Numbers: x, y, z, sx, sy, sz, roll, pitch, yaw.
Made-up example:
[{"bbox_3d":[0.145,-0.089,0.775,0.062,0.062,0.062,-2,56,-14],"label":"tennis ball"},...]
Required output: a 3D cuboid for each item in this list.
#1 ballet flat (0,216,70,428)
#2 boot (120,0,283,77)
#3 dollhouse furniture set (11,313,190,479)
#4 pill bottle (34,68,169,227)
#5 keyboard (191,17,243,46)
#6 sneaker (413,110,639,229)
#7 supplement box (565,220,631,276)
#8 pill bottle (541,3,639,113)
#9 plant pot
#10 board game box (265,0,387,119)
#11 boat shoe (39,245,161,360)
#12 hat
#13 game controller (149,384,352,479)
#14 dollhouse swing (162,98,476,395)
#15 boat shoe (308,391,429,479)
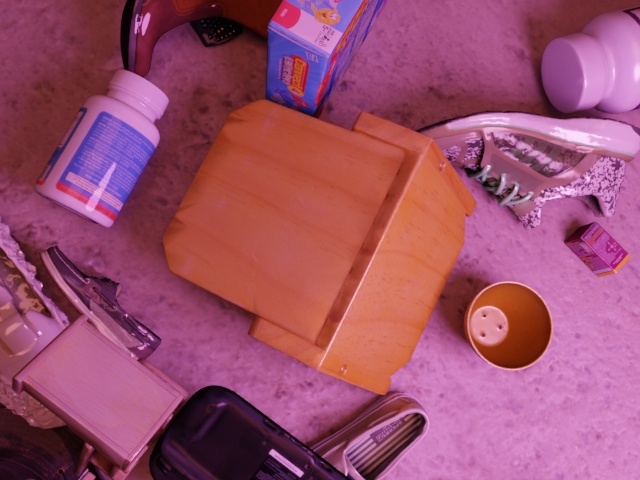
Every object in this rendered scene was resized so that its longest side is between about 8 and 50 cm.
[{"bbox_3d":[-0.459,0.096,0.893,0.147,0.147,0.409,-35,86,-10],"label":"ballet flat"},{"bbox_3d":[-0.164,-0.358,1.010,0.280,0.096,0.264,11,98,-30],"label":"boot"},{"bbox_3d":[-0.296,0.229,0.812,0.161,0.242,0.212,38,49,1],"label":"dollhouse furniture set"},{"bbox_3d":[-0.322,-0.141,0.954,0.124,0.124,0.221,27,80,-1],"label":"pill bottle"},{"bbox_3d":[-0.213,-0.410,1.031,0.100,0.038,0.192,-31,97,-6],"label":"keyboard"},{"bbox_3d":[0.319,-0.108,1.015,0.410,0.158,0.182,2,93,-2],"label":"sneaker"},{"bbox_3d":[0.461,0.015,1.048,0.043,0.055,0.083,-44,89,-12],"label":"supplement box"},{"bbox_3d":[0.535,-0.307,1.047,0.301,0.169,0.169,-15,83,-8],"label":"pill bottle"},{"bbox_3d":[0.281,0.133,0.990,0.134,0.095,0.134,1,82,-6],"label":"plant pot"},{"bbox_3d":[0.030,-0.346,0.932,0.086,0.302,0.308,30,80,-1],"label":"board game box"},{"bbox_3d":[-0.328,0.091,0.945,0.073,0.080,0.223,-39,92,-16],"label":"boat shoe"},{"bbox_3d":[-0.453,0.395,0.856,0.331,0.134,0.331,1,82,-5],"label":"hat"},{"bbox_3d":[-0.078,0.346,0.873,0.319,0.067,0.166,37,85,0],"label":"game controller"},{"bbox_3d":[0.000,0.000,0.974,0.305,0.315,0.347,20,80,35],"label":"dollhouse swing"},{"bbox_3d":[0.036,0.336,0.934,0.302,0.094,0.109,-42,88,-9],"label":"boat shoe"}]
